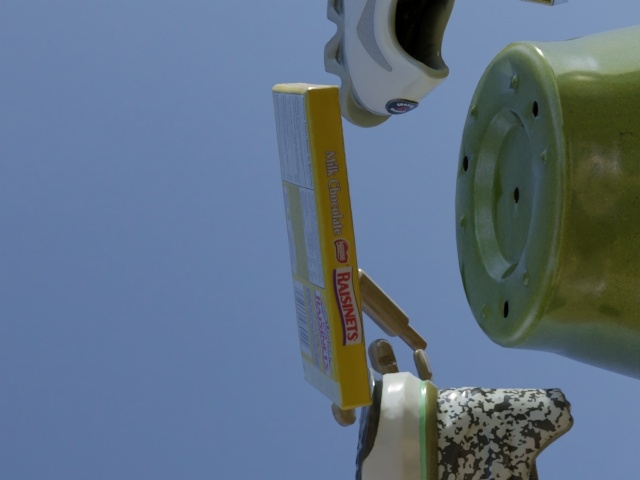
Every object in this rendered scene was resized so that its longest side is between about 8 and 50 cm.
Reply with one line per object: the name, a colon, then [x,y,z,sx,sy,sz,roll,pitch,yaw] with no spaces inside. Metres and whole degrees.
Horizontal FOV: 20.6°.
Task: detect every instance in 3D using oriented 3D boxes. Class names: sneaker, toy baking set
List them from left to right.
toy baking set: [0.057,0.132,1.740,0.256,0.030,0.197,42,-141,-35]
sneaker: [0.076,-0.291,1.780,0.122,0.146,0.330,-1,-102,-40]
sneaker: [0.134,0.283,1.257,0.158,0.182,0.410,-57,-42,-77]

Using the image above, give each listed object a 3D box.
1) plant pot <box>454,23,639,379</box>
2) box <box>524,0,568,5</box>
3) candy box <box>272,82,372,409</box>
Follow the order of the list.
plant pot: [0.305,-0.031,1.396,0.353,0.366,0.366,3,-90,-14]
box: [0.208,-0.281,1.902,0.207,0.114,0.036,-34,-46,-75]
candy box: [0.000,0.000,1.156,0.027,0.105,0.206,-8,-82,-15]
